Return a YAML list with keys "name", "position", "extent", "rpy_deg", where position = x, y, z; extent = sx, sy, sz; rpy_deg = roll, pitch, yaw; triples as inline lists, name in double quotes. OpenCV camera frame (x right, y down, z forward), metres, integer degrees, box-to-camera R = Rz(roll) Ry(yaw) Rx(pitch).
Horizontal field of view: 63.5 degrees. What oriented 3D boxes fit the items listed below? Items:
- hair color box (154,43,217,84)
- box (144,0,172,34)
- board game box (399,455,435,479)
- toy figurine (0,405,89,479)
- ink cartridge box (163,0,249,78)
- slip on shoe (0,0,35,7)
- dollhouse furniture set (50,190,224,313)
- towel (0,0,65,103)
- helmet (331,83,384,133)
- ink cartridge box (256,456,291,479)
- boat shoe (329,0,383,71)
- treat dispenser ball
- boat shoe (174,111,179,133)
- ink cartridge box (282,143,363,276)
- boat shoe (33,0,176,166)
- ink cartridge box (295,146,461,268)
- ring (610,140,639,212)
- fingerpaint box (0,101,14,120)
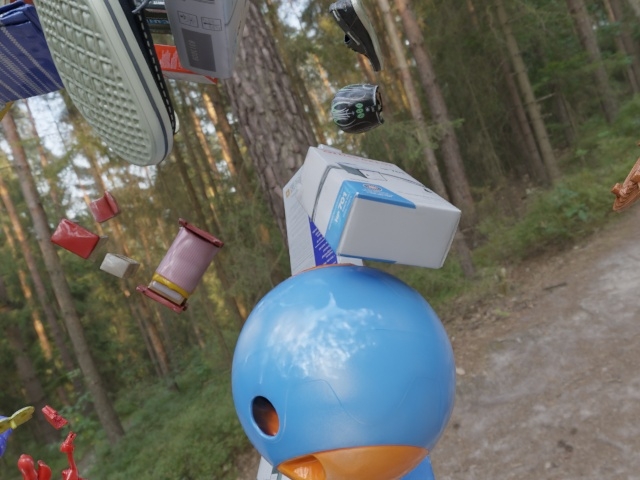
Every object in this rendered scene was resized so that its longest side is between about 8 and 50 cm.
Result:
- name: "hair color box"
  position: [-0.249, -0.297, 0.866]
  extent: [0.141, 0.043, 0.072]
  rpy_deg: [8, 5, 7]
- name: "box"
  position: [-0.416, -0.546, 1.231]
  extent: [0.220, 0.051, 0.175]
  rpy_deg: [7, 2, 7]
- name: "board game box"
  position: [0.176, 0.477, 1.084]
  extent: [0.133, 0.168, 0.033]
  rpy_deg: [-28, -40, 22]
- name: "toy figurine"
  position: [-0.560, 0.372, 0.749]
  extent: [0.217, 0.191, 0.362]
  rpy_deg: [8, 34, 44]
- name: "ink cartridge box"
  position: [-0.125, -0.469, 0.700]
  extent: [0.091, 0.384, 0.308]
  rpy_deg: [13, -14, -3]
- name: "slip on shoe"
  position: [-0.760, -0.619, 1.337]
  extent: [0.101, 0.123, 0.331]
  rpy_deg: [11, -16, -27]
- name: "dollhouse furniture set"
  position: [-0.446, 0.005, 1.263]
  extent: [0.201, 0.374, 0.152]
  rpy_deg: [-62, 4, -6]
- name: "towel"
  position: [-0.578, -0.273, 0.823]
  extent: [0.336, 0.040, 0.243]
  rpy_deg: [-15, -5, -7]
- name: "helmet"
  position: [0.112, -0.415, 1.637]
  extent: [0.162, 0.169, 0.169]
  rpy_deg: [-5, 8, 19]
- name: "ink cartridge box"
  position: [-0.038, 0.445, 0.942]
  extent: [0.122, 0.289, 0.211]
  rpy_deg: [18, -21, -15]
- name: "boat shoe"
  position: [0.099, -0.511, 1.296]
  extent: [0.079, 0.084, 0.233]
  rpy_deg: [-19, -33, 19]
- name: "treat dispenser ball"
  position: [0.029, 0.173, 0.677]
  extent: [0.288, 0.288, 0.288]
  rpy_deg: [-21, 3, 1]
- name: "boat shoe"
  position: [-0.376, -0.298, 1.222]
  extent: [0.049, 0.133, 0.042]
  rpy_deg: [-37, -12, -20]
- name: "ink cartridge box"
  position: [0.000, 0.000, 1.062]
  extent: [0.069, 0.370, 0.176]
  rpy_deg: [13, -36, -29]
- name: "boat shoe"
  position: [-0.290, -0.342, 0.678]
  extent: [0.156, 0.500, 0.187]
  rpy_deg: [-24, 1, -41]
- name: "ink cartridge box"
  position: [0.062, -0.046, 0.655]
  extent: [0.140, 0.082, 0.190]
  rpy_deg: [8, 23, -22]
- name: "ring"
  position: [0.604, -0.198, 0.890]
  extent: [0.336, 0.032, 0.336]
  rpy_deg: [-50, -17, -21]
- name: "fingerpaint box"
  position: [-1.022, -0.448, 1.256]
  extent: [0.163, 0.371, 0.445]
  rpy_deg: [-51, 13, 8]
